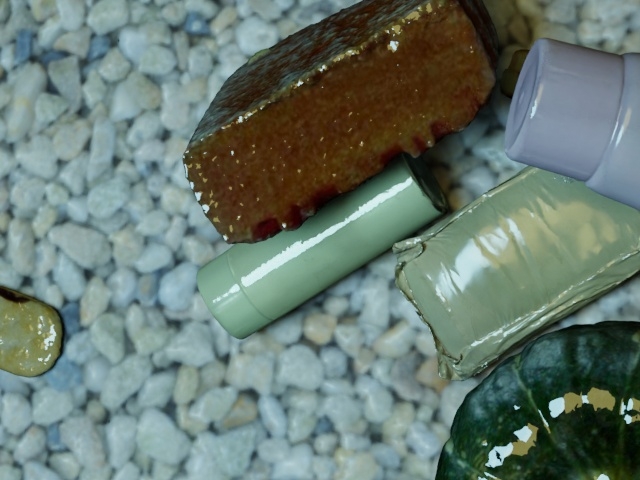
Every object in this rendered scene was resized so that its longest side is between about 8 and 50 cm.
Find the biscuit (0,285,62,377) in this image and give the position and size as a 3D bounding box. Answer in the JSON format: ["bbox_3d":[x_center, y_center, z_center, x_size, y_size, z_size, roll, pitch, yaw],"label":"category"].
[{"bbox_3d":[-0.292,0.075,1.358,0.147,0.018,0.071,17,92,23],"label":"biscuit"}]

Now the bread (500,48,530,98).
[{"bbox_3d":[0.183,-0.117,1.161,0.109,0.062,0.043,23,96,22],"label":"bread"}]

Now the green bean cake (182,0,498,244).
[{"bbox_3d":[0.023,-0.108,1.157,0.233,0.198,0.097,-25,111,17],"label":"green bean cake"}]

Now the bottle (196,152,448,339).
[{"bbox_3d":[0.000,0.000,1.215,0.201,0.072,0.072,-33,72,15],"label":"bottle"}]

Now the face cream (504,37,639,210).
[{"bbox_3d":[0.273,-0.066,1.078,0.274,0.096,0.154,14,85,-4],"label":"face cream"}]

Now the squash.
[{"bbox_3d":[0.203,0.183,1.052,0.252,0.165,0.252,-2,84,23],"label":"squash"}]

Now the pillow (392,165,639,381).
[{"bbox_3d":[0.155,0.011,1.155,0.208,0.053,0.119,-33,85,14],"label":"pillow"}]
